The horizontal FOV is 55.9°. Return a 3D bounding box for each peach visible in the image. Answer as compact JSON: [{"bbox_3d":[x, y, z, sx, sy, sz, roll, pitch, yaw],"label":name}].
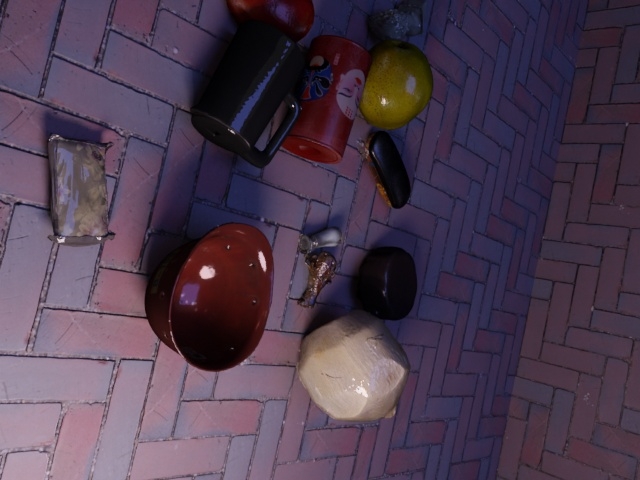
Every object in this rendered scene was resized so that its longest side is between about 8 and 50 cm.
[{"bbox_3d":[-0.132,-0.633,1.672,0.267,0.154,0.158,8,92,-48],"label":"peach"}]

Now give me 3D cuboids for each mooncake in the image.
[{"bbox_3d":[0.245,0.159,2.227,0.283,0.141,0.282,-6,97,-55],"label":"mooncake"}]

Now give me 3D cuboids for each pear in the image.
[{"bbox_3d":[0.241,-0.519,2.000,0.294,0.294,0.294,-10,104,-46],"label":"pear"}]

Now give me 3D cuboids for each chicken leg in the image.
[{"bbox_3d":[-0.010,0.129,2.002,0.125,0.080,0.196,5,101,-37],"label":"chicken leg"}]

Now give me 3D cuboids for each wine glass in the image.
[{"bbox_3d":[0.000,0.000,1.988,0.155,0.072,0.072,-15,107,-44],"label":"wine glass"}]

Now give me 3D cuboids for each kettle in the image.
[{"bbox_3d":[-0.192,-0.391,1.641,0.307,0.203,0.262,-64,161,-14],"label":"kettle"}]

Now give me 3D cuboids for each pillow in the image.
[{"bbox_3d":[-0.551,-0.112,1.382,0.169,0.059,0.254,-4,98,-47],"label":"pillow"}]

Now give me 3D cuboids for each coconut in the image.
[{"bbox_3d":[0.113,0.425,1.957,0.346,0.346,0.360,-18,75,-44],"label":"coconut"}]

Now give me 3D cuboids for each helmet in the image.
[{"bbox_3d":[-0.311,0.135,1.557,0.337,0.230,0.384,45,55,-43],"label":"helmet"}]

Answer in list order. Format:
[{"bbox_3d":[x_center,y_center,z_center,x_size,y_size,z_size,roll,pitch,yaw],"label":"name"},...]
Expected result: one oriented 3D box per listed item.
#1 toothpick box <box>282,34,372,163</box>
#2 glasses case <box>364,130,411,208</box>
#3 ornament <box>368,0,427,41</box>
[{"bbox_3d":[0.017,-0.424,1.834,0.204,0.204,0.333,25,78,-46],"label":"toothpick box"},{"bbox_3d":[0.250,-0.255,2.201,0.122,0.082,0.321,-51,131,-27],"label":"glasses case"},{"bbox_3d":[0.293,-0.771,2.127,0.285,0.130,0.120,-32,132,-40],"label":"ornament"}]
